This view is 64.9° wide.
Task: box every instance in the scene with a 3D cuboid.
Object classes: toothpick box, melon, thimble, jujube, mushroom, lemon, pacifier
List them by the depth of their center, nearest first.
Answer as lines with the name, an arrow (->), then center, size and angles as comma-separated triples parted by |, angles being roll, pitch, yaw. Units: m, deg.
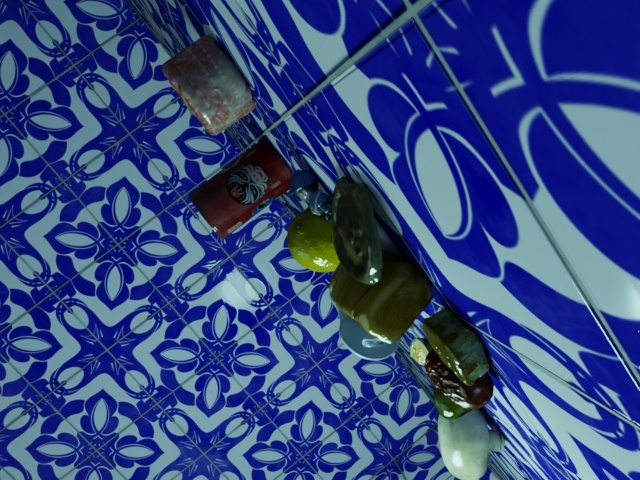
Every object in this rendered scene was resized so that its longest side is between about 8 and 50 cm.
jujube -> 0.300, 0.291, 1.090 | 0.176, 0.112, 0.109 | -141, 39, -70
thimble -> -0.296, -0.403, 1.325 | 0.239, 0.162, 0.239 | 52, 175, 6
lemon -> 0.002, 0.000, 1.393 | 0.181, 0.193, 0.180 | 11, 104, 49
melon -> 0.329, 0.338, 1.473 | 0.160, 0.079, 0.128 | -134, 25, -61
pacifier -> 0.167, 0.204, 1.532 | 0.233, 0.244, 0.299 | 118, 144, -53
mushroom -> 0.475, 0.631, 1.594 | 0.246, 0.203, 0.245 | 5, -90, -82
toothpick box -> -0.272, -0.181, 1.779 | 0.204, 0.333, 0.204 | 53, 176, 5

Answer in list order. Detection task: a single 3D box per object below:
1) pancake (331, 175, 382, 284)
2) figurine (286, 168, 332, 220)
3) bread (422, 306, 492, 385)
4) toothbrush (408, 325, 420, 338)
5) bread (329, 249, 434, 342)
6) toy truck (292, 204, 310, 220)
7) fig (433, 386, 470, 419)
pancake -> 0.063, -0.016, 0.965 | 0.236, 0.042, 0.222 | -119, 26, -51
figurine -> -0.020, -0.119, 1.319 | 0.149, 0.086, 0.087 | 41, 135, 12
bread -> 0.267, 0.206, 0.995 | 0.140, 0.069, 0.128 | 57, 175, -39
toothbrush -> 0.367, 0.374, 1.644 | 0.307, 0.025, 0.029 | 51, 168, 17
bread -> 0.119, 0.101, 1.096 | 0.132, 0.166, 0.294 | 29, -179, -16
toy truck -> -0.017, -0.044, 1.681 | 0.135, 0.114, 0.270 | 49, 176, -7
fig -> 0.351, 0.392, 1.350 | 0.123, 0.123, 0.156 | 70, 176, -77
